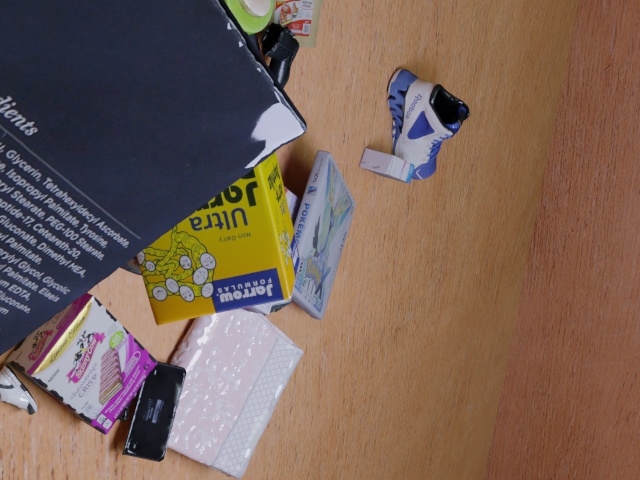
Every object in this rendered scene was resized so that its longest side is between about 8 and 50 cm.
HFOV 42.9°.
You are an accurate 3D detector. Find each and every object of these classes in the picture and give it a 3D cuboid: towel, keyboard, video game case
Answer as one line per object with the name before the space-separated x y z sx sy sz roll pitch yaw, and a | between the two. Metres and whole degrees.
towel | -0.195 0.301 1.689 0.317 0.053 0.332 44 67 -43
keyboard | -0.326 0.317 1.532 0.108 0.023 0.180 17 78 -19
video game case | 0.000 0.000 1.796 0.329 0.036 0.300 54 51 -69

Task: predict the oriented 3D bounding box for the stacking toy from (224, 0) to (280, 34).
stacking toy | -0.079 -0.513 1.384 0.309 0.130 0.280 -44 127 -41

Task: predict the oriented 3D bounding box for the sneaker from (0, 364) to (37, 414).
sneaker | -0.484 0.241 1.282 0.043 0.040 0.109 -38 134 -19

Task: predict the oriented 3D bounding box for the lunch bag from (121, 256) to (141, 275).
lunch bag | -0.335 -0.051 1.229 0.090 0.176 0.219 -57 148 -24

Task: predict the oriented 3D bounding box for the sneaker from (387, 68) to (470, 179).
sneaker | 0.281 -0.276 2.063 0.127 0.182 0.316 -48 141 -31

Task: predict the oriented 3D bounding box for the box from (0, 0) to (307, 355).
box | -0.353 -0.171 0.692 0.471 0.480 0.297 -37 145 3

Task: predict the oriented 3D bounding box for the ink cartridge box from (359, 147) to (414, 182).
ink cartridge box | 0.166 -0.185 2.018 0.122 0.088 0.052 11 96 -58

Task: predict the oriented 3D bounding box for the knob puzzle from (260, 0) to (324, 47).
knob puzzle | -0.058 -0.476 1.580 0.213 0.030 0.213 -32 131 -46

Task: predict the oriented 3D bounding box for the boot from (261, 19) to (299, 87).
boot | -0.084 -0.345 1.532 0.121 0.045 0.099 -66 163 3

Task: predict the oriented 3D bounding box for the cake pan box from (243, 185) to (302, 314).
cake pan box | -0.154 -0.008 1.583 0.245 0.070 0.267 38 64 -49

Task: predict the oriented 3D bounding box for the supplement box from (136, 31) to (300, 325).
supplement box | -0.163 -0.093 1.131 0.195 0.194 0.357 -80 158 -75

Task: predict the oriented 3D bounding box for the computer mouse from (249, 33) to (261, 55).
computer mouse | -0.165 -0.341 1.454 0.184 0.060 0.262 -23 124 -52

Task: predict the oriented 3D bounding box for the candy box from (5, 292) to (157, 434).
candy box | -0.391 0.203 1.367 0.159 0.071 0.233 -57 145 -22

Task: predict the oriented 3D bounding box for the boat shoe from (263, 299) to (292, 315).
boat shoe | -0.107 0.139 1.803 0.142 0.049 0.040 -11 121 -48
